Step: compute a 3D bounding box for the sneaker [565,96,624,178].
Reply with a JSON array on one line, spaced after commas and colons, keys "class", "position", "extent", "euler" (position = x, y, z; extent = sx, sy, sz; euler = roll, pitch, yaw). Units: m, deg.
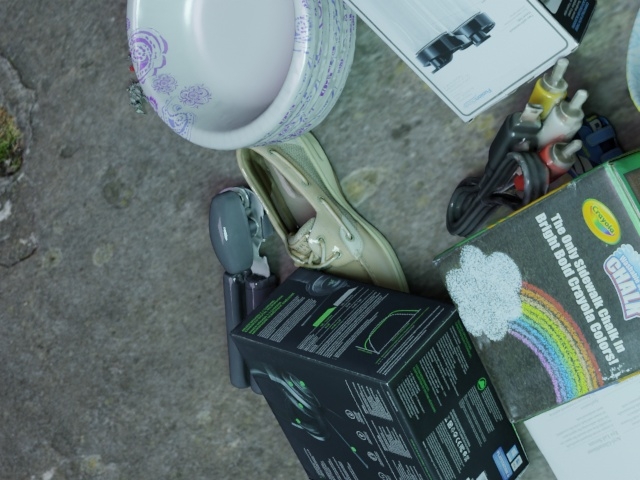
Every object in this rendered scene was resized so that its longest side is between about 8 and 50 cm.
[{"class": "sneaker", "position": [0.281, -0.092, 1.451], "extent": [0.144, 0.053, 0.059], "euler": [41, 126, 22]}]

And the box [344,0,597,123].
[{"class": "box", "position": [0.117, -0.275, 1.425], "extent": [0.290, 0.087, 0.169], "euler": [43, 134, -13]}]

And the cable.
[{"class": "cable", "position": [0.202, -0.057, 1.463], "extent": [0.287, 0.072, 0.139], "euler": [112, 160, -59]}]

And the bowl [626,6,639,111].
[{"class": "bowl", "position": [0.419, -0.184, 1.205], "extent": [0.156, 0.289, 0.289], "euler": [30, 137, -23]}]

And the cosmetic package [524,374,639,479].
[{"class": "cosmetic package", "position": [0.358, 0.109, 1.425], "extent": [0.377, 0.097, 0.284], "euler": [-36, 78, 43]}]

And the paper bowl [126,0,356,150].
[{"class": "paper bowl", "position": [-0.078, -0.249, 1.627], "extent": [0.284, 0.148, 0.284], "euler": [7, 102, 37]}]

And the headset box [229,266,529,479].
[{"class": "headset box", "position": [0.059, 0.178, 1.608], "extent": [0.283, 0.131, 0.246], "euler": [11, 136, 47]}]

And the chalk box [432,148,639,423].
[{"class": "chalk box", "position": [0.285, 0.021, 1.276], "extent": [0.289, 0.179, 0.180], "euler": [-30, 82, 42]}]

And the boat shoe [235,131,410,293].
[{"class": "boat shoe", "position": [0.000, 0.000, 1.694], "extent": [0.109, 0.098, 0.302], "euler": [-37, 80, 42]}]

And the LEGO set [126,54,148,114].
[{"class": "LEGO set", "position": [-0.246, -0.207, 1.885], "extent": [0.054, 0.023, 0.083], "euler": [-15, 95, 43]}]

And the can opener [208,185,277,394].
[{"class": "can opener", "position": [-0.107, 0.068, 1.814], "extent": [0.076, 0.095, 0.283], "euler": [12, 112, 39]}]
